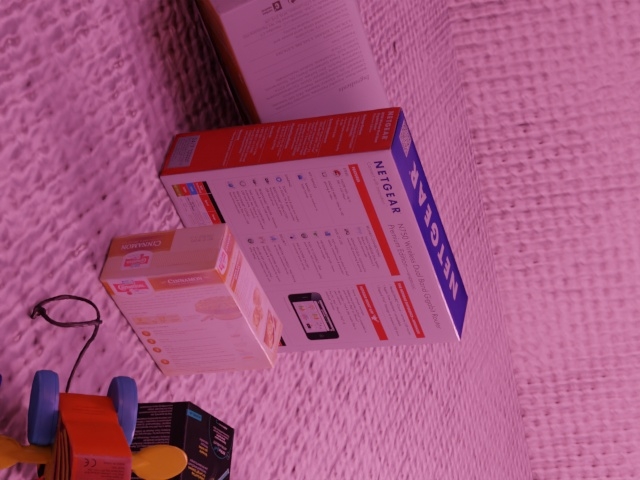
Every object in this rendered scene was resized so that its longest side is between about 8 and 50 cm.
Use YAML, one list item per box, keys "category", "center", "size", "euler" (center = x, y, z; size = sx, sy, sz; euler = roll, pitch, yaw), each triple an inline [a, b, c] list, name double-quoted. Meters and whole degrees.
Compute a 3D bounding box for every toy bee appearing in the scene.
- category: "toy bee"
  center: [-0.224, 0.196, 1.373]
  size: [0.298, 0.195, 0.162]
  euler: [-72, 176, -68]

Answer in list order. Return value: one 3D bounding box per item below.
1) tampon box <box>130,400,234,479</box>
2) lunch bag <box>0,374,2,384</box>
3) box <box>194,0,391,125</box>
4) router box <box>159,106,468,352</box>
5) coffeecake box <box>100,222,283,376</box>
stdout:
- category: "tampon box"
  center: [-0.170, 0.269, 1.573]
  size: [0.120, 0.101, 0.161]
  euler: [47, 43, -58]
- category: "lunch bag"
  center: [-0.322, 0.130, 1.250]
  size: [0.098, 0.067, 0.065]
  euler: [-74, 151, -48]
- category: "box"
  center: [-0.030, -0.221, 1.873]
  size: [0.215, 0.168, 0.345]
  euler: [57, -10, 54]
- category: "router box"
  center: [0.000, 0.000, 1.820]
  size: [0.082, 0.301, 0.335]
  euler: [-74, 151, -44]
- category: "coffeecake box"
  center: [-0.143, 0.071, 1.639]
  size: [0.185, 0.142, 0.068]
  euler: [64, 28, -44]
